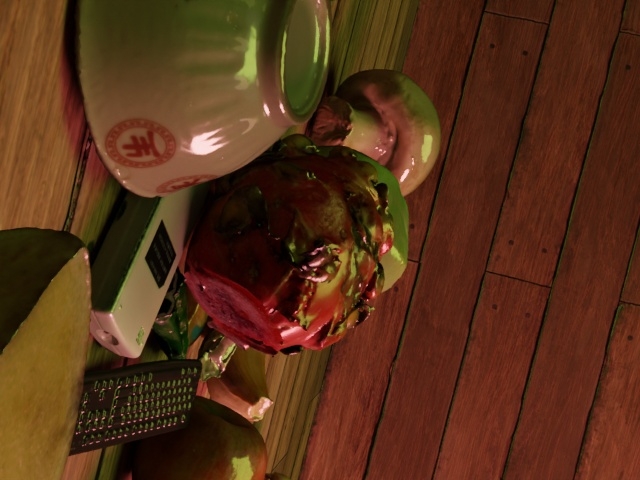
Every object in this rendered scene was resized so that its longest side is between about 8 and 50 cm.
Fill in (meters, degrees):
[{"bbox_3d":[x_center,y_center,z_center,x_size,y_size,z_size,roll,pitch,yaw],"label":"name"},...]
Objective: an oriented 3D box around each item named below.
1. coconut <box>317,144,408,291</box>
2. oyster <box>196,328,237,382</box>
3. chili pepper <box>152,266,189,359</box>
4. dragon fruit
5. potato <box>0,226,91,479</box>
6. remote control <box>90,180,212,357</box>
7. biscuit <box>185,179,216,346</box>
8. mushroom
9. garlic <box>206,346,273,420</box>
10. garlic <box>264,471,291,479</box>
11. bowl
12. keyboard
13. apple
[{"bbox_3d":[0.000,0.000,1.454,0.281,0.329,0.328,53,43,-37],"label":"coconut"},{"bbox_3d":[-0.144,0.145,1.305,0.165,0.053,0.108,-51,150,-22],"label":"oyster"},{"bbox_3d":[-0.196,0.107,1.123,0.227,0.059,0.088,91,14,-63],"label":"chili pepper"},{"bbox_3d":[-0.031,-0.009,1.114,0.291,0.250,0.269,-48,149,-26],"label":"dragon fruit"},{"bbox_3d":[-0.265,0.154,0.601,0.255,0.112,0.269,100,12,-47],"label":"potato"},{"bbox_3d":[-0.181,-0.042,0.988,0.145,0.050,0.343,88,18,-62],"label":"remote control"},{"bbox_3d":[-0.152,0.002,1.276,0.205,0.049,0.323,-13,115,-79],"label":"biscuit"},{"bbox_3d":[0.107,-0.227,1.880,0.290,0.298,0.297,-15,123,-49],"label":"mushroom"},{"bbox_3d":[-0.142,0.216,1.487,0.115,0.128,0.206,49,34,-26],"label":"garlic"},{"bbox_3d":[-0.147,0.616,1.919,0.281,0.185,0.203,-4,82,-60],"label":"garlic"},{"bbox_3d":[-0.083,-0.196,0.848,0.337,0.158,0.337,10,90,-73],"label":"bowl"},{"bbox_3d":[-0.206,0.197,1.054,0.381,0.041,0.103,5,99,-72],"label":"keyboard"},{"bbox_3d":[-0.173,0.320,1.201,0.173,0.188,0.188,-62,170,-3],"label":"apple"}]
